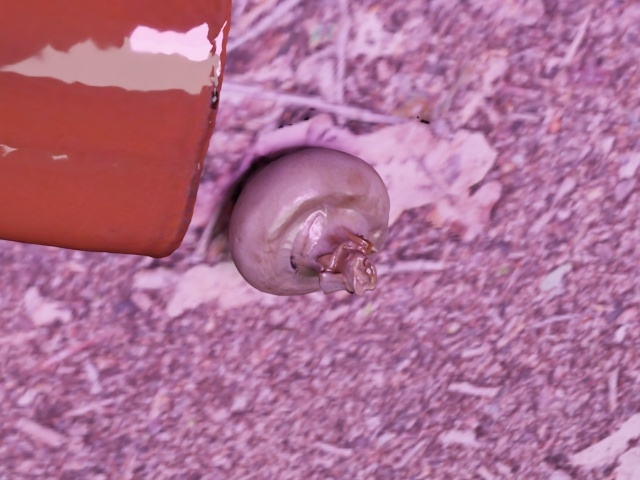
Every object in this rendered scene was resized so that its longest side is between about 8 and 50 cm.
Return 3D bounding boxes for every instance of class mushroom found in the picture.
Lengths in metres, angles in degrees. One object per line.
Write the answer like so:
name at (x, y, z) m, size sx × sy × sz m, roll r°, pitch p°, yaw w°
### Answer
mushroom at (0.000, 0.000, 0.970) m, size 0.085 × 0.079 × 0.085 m, roll -20°, pitch 141°, yaw -17°

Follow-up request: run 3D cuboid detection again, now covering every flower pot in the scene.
flower pot at (-0.138, -0.089, 0.730) m, size 0.173 × 0.191 × 0.191 m, roll 3°, pitch 129°, yaw -21°
